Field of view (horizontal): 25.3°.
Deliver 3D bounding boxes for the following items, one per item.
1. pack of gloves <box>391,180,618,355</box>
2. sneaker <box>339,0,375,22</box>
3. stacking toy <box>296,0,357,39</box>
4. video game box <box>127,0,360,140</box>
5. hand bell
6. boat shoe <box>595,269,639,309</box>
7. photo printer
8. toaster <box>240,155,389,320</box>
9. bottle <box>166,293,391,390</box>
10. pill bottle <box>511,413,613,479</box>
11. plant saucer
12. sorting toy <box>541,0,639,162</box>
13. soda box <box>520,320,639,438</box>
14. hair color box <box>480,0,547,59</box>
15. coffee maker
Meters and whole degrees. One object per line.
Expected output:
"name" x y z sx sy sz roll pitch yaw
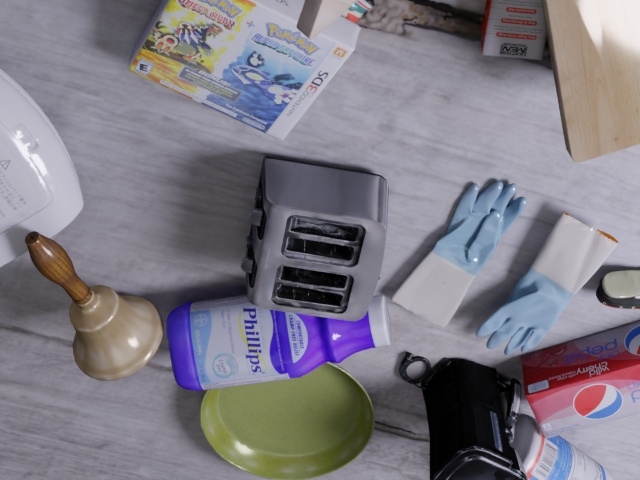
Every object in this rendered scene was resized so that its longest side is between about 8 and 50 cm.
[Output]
"pack of gloves" 0.232 0.031 1.820 0.195 0.046 0.232 29 120 -6
"sneaker" -0.021 -0.282 1.565 0.161 0.057 0.075 32 117 -24
"stacking toy" 0.035 -0.376 1.412 0.309 0.130 0.279 -38 158 -20
"video game box" -0.088 -0.215 1.597 0.205 0.048 0.187 23 139 -15
"hand bell" -0.296 0.060 1.752 0.126 0.126 0.242 -13 143 12
"boat shoe" 0.419 0.064 1.829 0.133 0.048 0.042 2 156 -8
"photo printer" -0.453 -0.065 1.681 0.308 0.107 0.256 -31 122 4
"toaster" 0.000 0.000 1.748 0.186 0.110 0.168 9 128 -6
"bottle" -0.052 0.122 1.842 0.283 0.092 0.118 -7 93 8
"pill bottle" 0.331 0.345 1.994 0.221 0.124 0.124 37 120 -23
"plant saucer" -0.045 0.236 1.975 0.241 0.037 0.241 1 126 1
"sorting toy" 0.361 -0.245 1.538 0.256 0.089 0.257 -18 126 -1
"soda box" 0.404 0.173 1.885 0.263 0.083 0.092 -18 125 15
"hair color box" 0.221 -0.272 1.575 0.072 0.043 0.141 5 126 -2
"coffee maker" 0.186 0.255 1.894 0.171 0.178 0.120 9 126 -5
